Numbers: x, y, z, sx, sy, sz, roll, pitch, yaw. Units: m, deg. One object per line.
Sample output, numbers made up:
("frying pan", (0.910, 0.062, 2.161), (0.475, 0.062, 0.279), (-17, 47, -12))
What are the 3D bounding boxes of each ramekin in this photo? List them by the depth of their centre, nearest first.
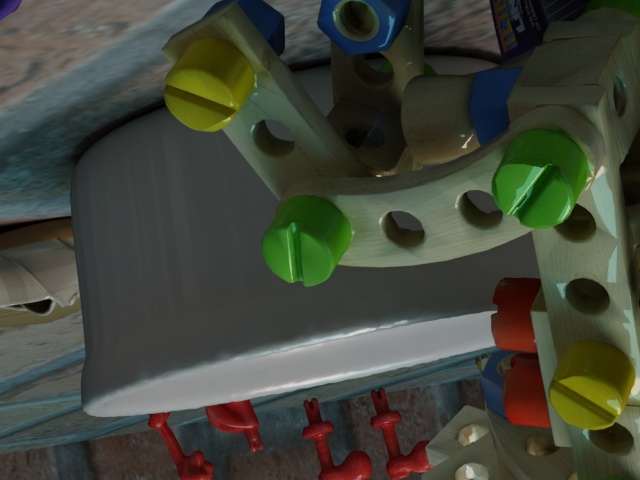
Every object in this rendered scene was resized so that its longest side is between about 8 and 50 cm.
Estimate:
("ramekin", (0.000, 0.000, 1.038), (0.277, 0.135, 0.277), (-11, 172, -2))

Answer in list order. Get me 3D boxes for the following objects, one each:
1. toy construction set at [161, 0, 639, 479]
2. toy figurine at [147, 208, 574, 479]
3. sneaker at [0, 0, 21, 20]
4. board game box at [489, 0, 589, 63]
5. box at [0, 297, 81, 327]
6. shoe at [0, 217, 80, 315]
("toy construction set", (0.084, 0.030, 0.779), (0.215, 0.151, 0.327), (2, 141, 24))
("toy figurine", (0.042, 0.057, 1.341), (0.362, 0.191, 0.217), (-12, 167, -5))
("sneaker", (-0.103, -0.086, 0.545), (0.068, 0.071, 0.170), (-10, 172, -10))
("board game box", (0.174, -0.118, 0.797), (0.170, 0.048, 0.141), (-8, 169, -24))
("box", (-0.236, 0.040, 1.359), (0.201, 0.021, 0.164), (-4, 169, -39))
("shoe", (-0.198, 0.026, 1.188), (0.219, 0.058, 0.076), (-6, 170, -37))
